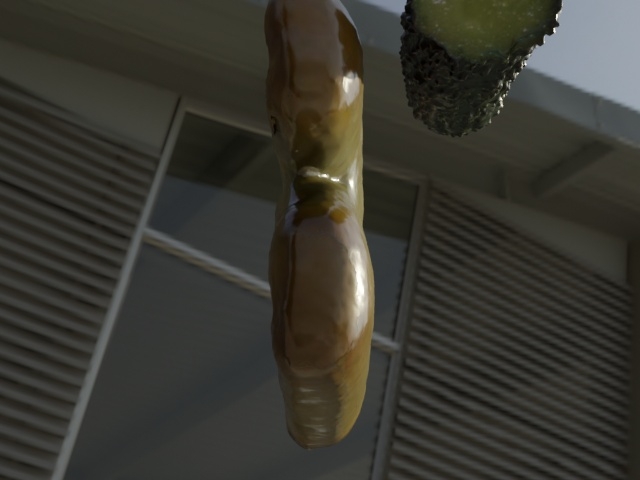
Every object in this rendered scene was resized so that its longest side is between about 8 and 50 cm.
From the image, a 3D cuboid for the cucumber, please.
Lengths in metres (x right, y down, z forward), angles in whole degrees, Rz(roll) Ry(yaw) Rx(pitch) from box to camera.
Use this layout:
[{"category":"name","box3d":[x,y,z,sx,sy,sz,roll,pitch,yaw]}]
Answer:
[{"category":"cucumber","box3d":[0.104,-0.137,0.786,0.096,0.096,0.359,10,-1,4]}]

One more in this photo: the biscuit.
[{"category":"biscuit","box3d":[0.000,0.000,0.692,0.062,0.237,0.291,-2,-21,1]}]
